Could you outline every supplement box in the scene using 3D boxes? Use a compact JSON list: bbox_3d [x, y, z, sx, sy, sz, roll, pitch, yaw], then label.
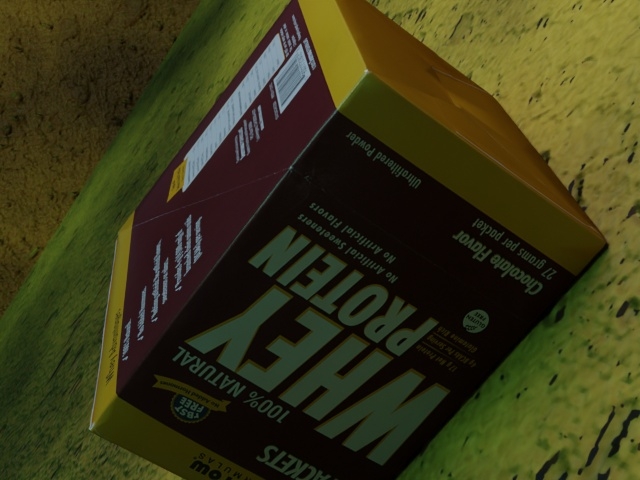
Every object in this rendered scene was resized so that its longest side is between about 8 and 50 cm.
[{"bbox_3d":[0.000,0.000,0.532,0.194,0.129,0.191,-51,21,17],"label":"supplement box"}]
